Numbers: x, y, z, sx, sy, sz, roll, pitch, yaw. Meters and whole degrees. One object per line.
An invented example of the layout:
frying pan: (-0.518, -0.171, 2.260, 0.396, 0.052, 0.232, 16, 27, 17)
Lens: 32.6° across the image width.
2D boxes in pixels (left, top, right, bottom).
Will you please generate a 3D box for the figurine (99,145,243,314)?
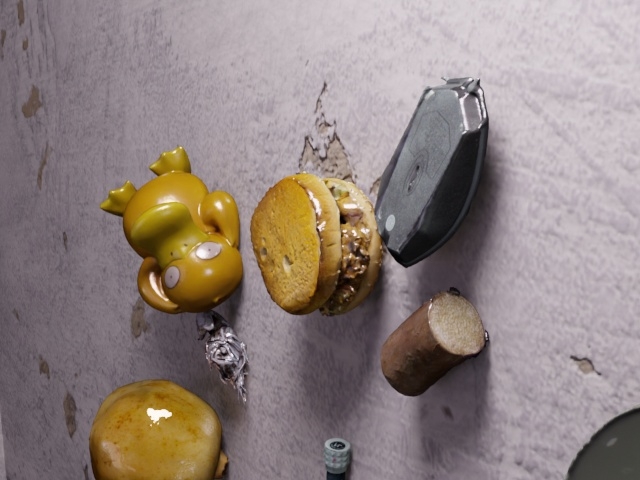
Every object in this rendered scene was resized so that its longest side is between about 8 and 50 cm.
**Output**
figurine: (-0.217, -0.008, 1.686, 0.228, 0.215, 0.215, -120, 37, -58)

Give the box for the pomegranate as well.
pomegranate: (-0.265, 0.332, 1.747, 0.233, 0.233, 0.233, 13, 105, 57)

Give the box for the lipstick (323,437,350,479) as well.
lipstick: (0.019, 0.322, 1.462, 0.037, 0.037, 0.116, 34, 127, 52)

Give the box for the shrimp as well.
shrimp: (-0.144, 0.176, 1.674, 0.056, 0.065, 0.165, -42, 56, 25)

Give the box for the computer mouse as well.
computer mouse: (0.132, -0.073, 1.190, 0.231, 0.071, 0.126, -67, 26, 22)

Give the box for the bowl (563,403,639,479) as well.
bowl: (0.340, 0.275, 0.814, 0.337, 0.157, 0.337, 14, 106, 58)

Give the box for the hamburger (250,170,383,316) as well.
hamburger: (0.004, 0.005, 1.359, 0.191, 0.118, 0.182, 6, 103, 61)

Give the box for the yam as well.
yam: (0.121, 0.117, 1.222, 0.127, 0.084, 0.084, -45, 57, 48)
